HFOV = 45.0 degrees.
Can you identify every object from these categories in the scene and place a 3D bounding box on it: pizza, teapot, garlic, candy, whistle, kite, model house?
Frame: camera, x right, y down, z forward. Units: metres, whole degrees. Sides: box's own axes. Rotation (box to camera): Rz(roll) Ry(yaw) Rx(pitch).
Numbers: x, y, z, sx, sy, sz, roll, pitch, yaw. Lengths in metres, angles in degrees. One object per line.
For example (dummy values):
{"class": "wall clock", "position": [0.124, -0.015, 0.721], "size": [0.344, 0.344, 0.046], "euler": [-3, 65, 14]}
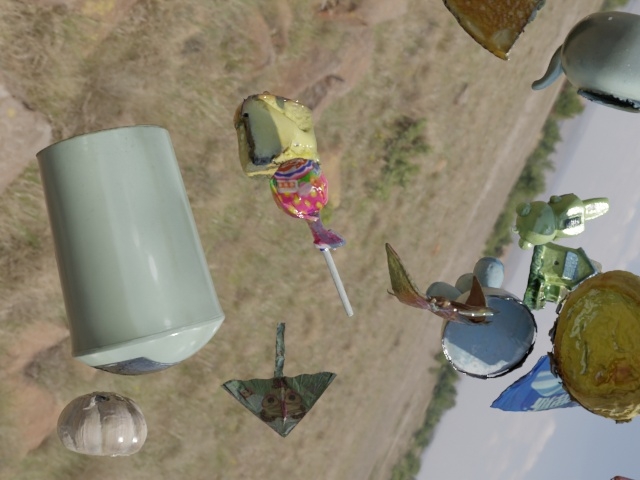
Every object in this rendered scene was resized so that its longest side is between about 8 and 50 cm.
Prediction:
{"class": "pizza", "position": [0.287, -0.470, 1.285], "size": [0.223, 0.323, 0.089], "euler": [-22, -160, 46]}
{"class": "teapot", "position": [0.466, -0.268, 1.187], "size": [0.193, 0.294, 0.129], "euler": [12, 101, -42]}
{"class": "garlic", "position": [-0.535, 0.448, 1.898], "size": [0.228, 0.228, 0.152], "euler": [56, 39, -75]}
{"class": "candy", "position": [0.531, 0.307, 1.686], "size": [0.331, 0.077, 0.187], "euler": [6, 130, -39]}
{"class": "whistle", "position": [0.499, -0.050, 1.609], "size": [0.085, 0.228, 0.105], "euler": [-134, -149, -65]}
{"class": "candy", "position": [0.000, 0.000, 1.619], "size": [0.124, 0.124, 0.365], "euler": [-46, 119, -55]}
{"class": "kite", "position": [-0.082, 0.268, 1.516], "size": [0.012, 0.229, 0.250], "euler": [93, -6, -51]}
{"class": "model house", "position": [0.630, 0.104, 2.001], "size": [0.214, 0.189, 0.195], "euler": [47, 53, -71]}

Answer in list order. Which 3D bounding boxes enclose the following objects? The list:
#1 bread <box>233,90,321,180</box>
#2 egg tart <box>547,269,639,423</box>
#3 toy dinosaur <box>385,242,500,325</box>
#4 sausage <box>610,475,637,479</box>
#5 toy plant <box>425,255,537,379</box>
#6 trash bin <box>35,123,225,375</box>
{"class": "bread", "position": [-0.127, -0.259, 1.926], "size": [0.262, 0.163, 0.204], "euler": [5, 76, -50]}
{"class": "egg tart", "position": [0.538, 0.190, 1.390], "size": [0.095, 0.279, 0.278], "euler": [8, 113, -32]}
{"class": "toy dinosaur", "position": [0.223, 0.088, 1.485], "size": [0.207, 0.327, 0.112], "euler": [0, -106, 65]}
{"class": "sausage", "position": [0.744, 0.560, 1.717], "size": [0.029, 0.223, 0.029], "euler": [-163, -90, -81]}
{"class": "toy plant", "position": [0.398, 0.172, 1.961], "size": [0.332, 0.247, 0.247], "euler": [-93, -158, -69]}
{"class": "trash bin", "position": [-0.347, 0.029, 1.413], "size": [0.280, 0.280, 0.431], "euler": [-10, 86, -74]}
